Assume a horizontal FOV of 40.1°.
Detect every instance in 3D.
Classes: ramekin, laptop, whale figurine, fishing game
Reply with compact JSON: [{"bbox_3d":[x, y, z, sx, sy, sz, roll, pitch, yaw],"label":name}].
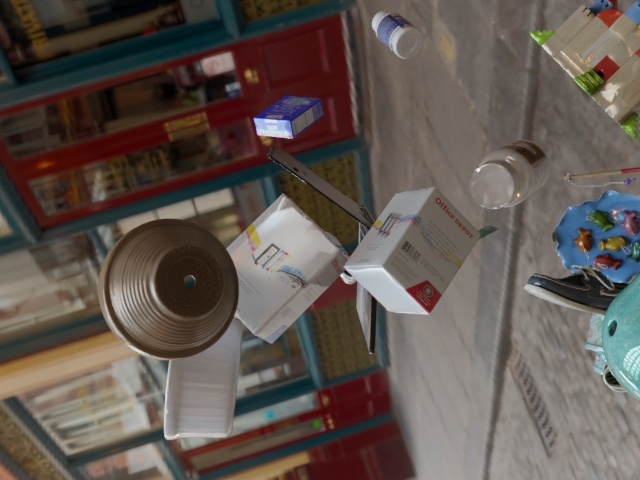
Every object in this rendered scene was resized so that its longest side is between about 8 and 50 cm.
[{"bbox_3d":[-0.238,0.279,1.823,0.277,0.135,0.277,-173,90,-86],"label":"ramekin"},{"bbox_3d":[0.000,0.000,1.953,0.382,0.236,0.408,-97,8,-80],"label":"laptop"},{"bbox_3d":[0.402,0.061,0.974,0.216,0.141,0.272,-97,15,-67],"label":"whale figurine"},{"bbox_3d":[0.489,0.001,1.484,0.041,0.189,0.264,-65,-34,-56],"label":"fishing game"}]

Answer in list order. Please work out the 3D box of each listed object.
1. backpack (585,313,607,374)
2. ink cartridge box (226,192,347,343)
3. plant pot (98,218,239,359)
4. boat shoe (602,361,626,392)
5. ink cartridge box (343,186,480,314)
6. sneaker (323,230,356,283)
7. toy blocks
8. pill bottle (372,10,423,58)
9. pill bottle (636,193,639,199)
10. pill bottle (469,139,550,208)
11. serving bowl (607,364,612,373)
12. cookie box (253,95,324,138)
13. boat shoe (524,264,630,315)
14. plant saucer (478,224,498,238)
[{"bbox_3d":[0.739,0.239,2.049,0.253,0.225,0.191,20,-96,-56],"label":"backpack"},{"bbox_3d":[-0.086,0.059,1.746,0.168,0.232,0.171,45,176,15],"label":"ink cartridge box"},{"bbox_3d":[-0.231,0.075,1.430,0.109,0.237,0.237,-18,89,60],"label":"plant pot"},{"bbox_3d":[0.674,0.223,1.636,0.094,0.302,0.109,-3,-112,-65],"label":"boat shoe"},{"bbox_3d":[0.157,0.017,1.495,0.128,0.176,0.127,44,159,-20],"label":"ink cartridge box"},{"bbox_3d":[0.045,0.038,2.207,0.161,0.057,0.075,53,170,1],"label":"sneaker"},{"bbox_3d":[0.755,-0.480,2.201,0.381,0.261,0.190,53,-159,22],"label":"toy blocks"},{"bbox_3d":[0.153,-0.423,1.784,0.120,0.067,0.067,54,163,47],"label":"pill bottle"},{"bbox_3d":[0.800,0.011,1.924,0.152,0.272,0.152,-60,13,24],"label":"pill bottle"},{"bbox_3d":[0.423,-0.146,1.975,0.229,0.131,0.131,-28,-76,-56],"label":"pill bottle"},{"bbox_3d":[0.487,0.195,1.375,0.027,0.083,0.083,96,159,-53],"label":"serving bowl"},{"bbox_3d":[-0.061,-0.240,1.701,0.091,0.107,0.040,11,127,35],"label":"cookie box"},{"bbox_3d":[0.447,0.082,1.437,0.095,0.254,0.079,-149,75,-69],"label":"boat shoe"},{"bbox_3d":[0.389,-0.010,2.202,0.021,0.119,0.119,62,175,4],"label":"plant saucer"}]
